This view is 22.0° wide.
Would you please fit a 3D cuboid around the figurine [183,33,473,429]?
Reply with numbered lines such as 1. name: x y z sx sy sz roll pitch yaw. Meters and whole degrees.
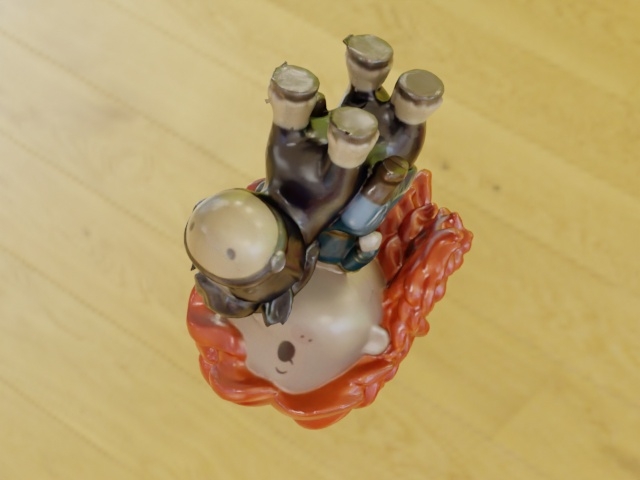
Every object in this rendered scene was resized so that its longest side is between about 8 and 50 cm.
1. figurine: -0.003 0.000 1.504 0.241 0.412 0.306 25 71 14
